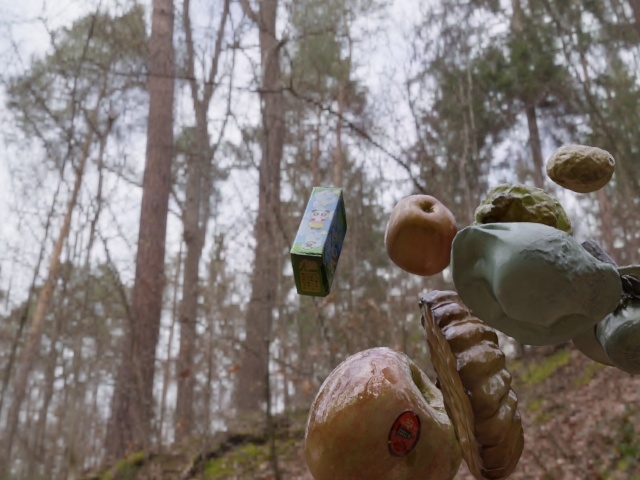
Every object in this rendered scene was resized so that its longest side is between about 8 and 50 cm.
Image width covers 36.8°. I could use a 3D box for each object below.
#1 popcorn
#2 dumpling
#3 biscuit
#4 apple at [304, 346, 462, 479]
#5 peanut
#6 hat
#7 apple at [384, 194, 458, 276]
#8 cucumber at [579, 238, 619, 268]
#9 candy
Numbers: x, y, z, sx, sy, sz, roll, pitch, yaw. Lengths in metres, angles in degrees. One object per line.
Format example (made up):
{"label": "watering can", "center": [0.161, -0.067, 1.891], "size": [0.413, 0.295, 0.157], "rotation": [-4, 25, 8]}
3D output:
{"label": "popcorn", "center": [0.356, 0.007, 1.748], "size": [0.204, 0.221, 0.184], "rotation": [15, -10, 3]}
{"label": "dumpling", "center": [0.264, 0.054, 1.195], "size": [0.219, 0.153, 0.108], "rotation": [17, -1, 8]}
{"label": "biscuit", "center": [0.246, 0.229, 1.552], "size": [0.107, 0.326, 0.326], "rotation": [-19, -31, -1]}
{"label": "apple", "center": [0.148, 0.469, 2.291], "size": [0.346, 0.391, 0.391], "rotation": [-45, -45, 14]}
{"label": "peanut", "center": [0.602, -0.165, 2.227], "size": [0.159, 0.109, 0.140], "rotation": [0, -25, -5]}
{"label": "hat", "center": [0.617, 0.183, 1.858], "size": [0.257, 0.130, 0.257], "rotation": [2, -59, 3]}
{"label": "apple", "center": [0.230, -0.016, 2.198], "size": [0.199, 0.199, 0.199], "rotation": [-1, -30, -1]}
{"label": "cucumber", "center": [0.610, 0.051, 2.123], "size": [0.064, 0.112, 0.064], "rotation": [-27, -27, -15]}
{"label": "candy", "center": [0.000, 0.000, 1.691], "size": [0.062, 0.194, 0.097], "rotation": [2, -51, 14]}
